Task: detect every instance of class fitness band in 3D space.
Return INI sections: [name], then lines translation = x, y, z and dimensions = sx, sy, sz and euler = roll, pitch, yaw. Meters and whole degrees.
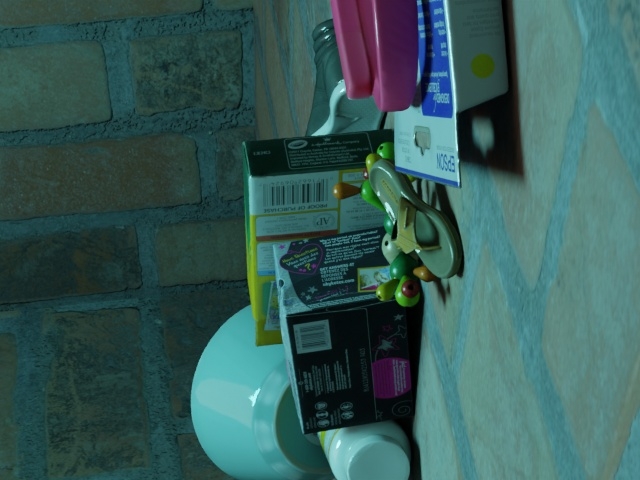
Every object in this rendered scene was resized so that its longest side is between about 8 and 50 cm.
[fitness band]
translation = 0.053, -0.266, 1.546
dimensions = 0.209, 0.054, 0.290
euler = 100, 163, -57

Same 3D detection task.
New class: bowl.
[bowl]
translation = -0.028, 0.250, 2.324
dimensions = 0.163, 0.312, 0.311
euler = 19, 115, 62

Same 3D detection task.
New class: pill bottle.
[pill bottle]
translation = 0.064, 0.291, 2.140
dimensions = 0.208, 0.118, 0.117
euler = -123, 28, -76

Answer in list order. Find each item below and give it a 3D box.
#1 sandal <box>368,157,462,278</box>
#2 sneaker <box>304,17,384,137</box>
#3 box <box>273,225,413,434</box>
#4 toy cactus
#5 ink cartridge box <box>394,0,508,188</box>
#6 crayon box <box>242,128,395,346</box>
[sandal]
translation = 0.097, -0.021, 1.703
dimensions = 0.180, 0.049, 0.072
euler = 54, 146, 31
[sneaker]
translation = 0.030, -0.209, 2.126
dimensions = 0.295, 0.105, 0.146
euler = 114, 152, -65
[box]
translation = 0.030, 0.121, 2.023
dimensions = 0.142, 0.163, 0.247
euler = -101, 3, -46
[toy cactus]
translation = 0.089, -0.004, 1.841
dimensions = 0.180, 0.112, 0.219
euler = 76, 176, -64
[ink cartridge box]
translation = 0.119, -0.216, 1.500
dimensions = 0.303, 0.072, 0.307
euler = -144, 46, -80
[crayon box]
translation = 0.000, 0.000, 2.076
dimensions = 0.083, 0.203, 0.323
euler = -102, 10, -46
